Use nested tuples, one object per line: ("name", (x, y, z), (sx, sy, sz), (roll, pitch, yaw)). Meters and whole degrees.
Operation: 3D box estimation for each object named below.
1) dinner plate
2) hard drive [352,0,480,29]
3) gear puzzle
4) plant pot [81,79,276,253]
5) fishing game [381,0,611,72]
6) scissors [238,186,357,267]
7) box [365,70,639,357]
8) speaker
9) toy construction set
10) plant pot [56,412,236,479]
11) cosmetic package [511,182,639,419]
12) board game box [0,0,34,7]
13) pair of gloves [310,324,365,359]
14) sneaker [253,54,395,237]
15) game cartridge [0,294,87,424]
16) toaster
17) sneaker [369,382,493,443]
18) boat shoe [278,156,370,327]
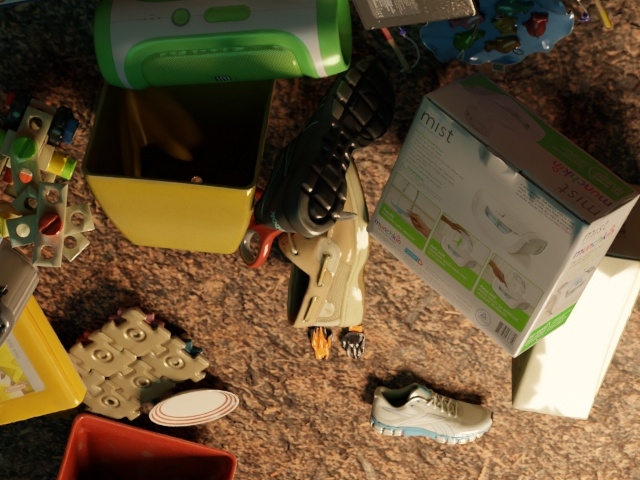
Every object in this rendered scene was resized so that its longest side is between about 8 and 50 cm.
("dinner plate", (-0.198, 0.257, 2.284), (0.141, 0.017, 0.141), (-9, 153, -5))
("hard drive", (0.103, -0.279, 1.642), (0.135, 0.022, 0.094), (-5, 146, 19))
("gear puzzle", (-0.329, 0.205, 2.274), (0.175, 0.044, 0.339), (39, 129, -26))
("plant pot", (-0.171, -0.099, 1.876), (0.212, 0.212, 0.187), (6, 144, 3))
("fishing game", (0.209, -0.244, 1.739), (0.264, 0.041, 0.189), (-9, 158, 15))
("scissors", (-0.046, -0.041, 1.910), (0.021, 0.109, 0.297), (-8, 171, -32))
("box", (0.214, -0.034, 1.793), (0.262, 0.127, 0.231), (41, 132, 23))
("speaker", (-0.116, -0.250, 1.771), (0.297, 0.131, 0.131), (-3, 131, 11))
("toy construction set", (-0.378, -0.074, 1.876), (0.151, 0.328, 0.215), (23, 88, -23))
("plant pot", (-0.308, 0.469, 2.361), (0.267, 0.267, 0.235), (16, 152, -6))
("cosmetic package", (0.346, 0.079, 1.975), (0.113, 0.160, 0.309), (9, 133, -1))
("board game box", (-0.385, -0.352, 1.779), (0.201, 0.035, 0.136), (-8, 130, 15))
("pair of gloves", (0.026, 0.149, 2.186), (0.083, 0.010, 0.074), (0, 130, 5))
("sneaker", (0.000, -0.122, 1.797), (0.106, 0.267, 0.101), (-4, 138, 47))
("game cartridge", (-0.547, 0.144, 2.206), (0.285, 0.052, 0.323), (-15, 119, 20))
("toaster", (-0.487, 0.089, 2.047), (0.129, 0.146, 0.227), (38, 121, -12))
("sneaker", (0.167, 0.256, 2.224), (0.191, 0.071, 0.083), (2, 126, 7))
("boat shoe", (0.000, 0.000, 1.965), (0.110, 0.121, 0.341), (-9, 134, -8))
